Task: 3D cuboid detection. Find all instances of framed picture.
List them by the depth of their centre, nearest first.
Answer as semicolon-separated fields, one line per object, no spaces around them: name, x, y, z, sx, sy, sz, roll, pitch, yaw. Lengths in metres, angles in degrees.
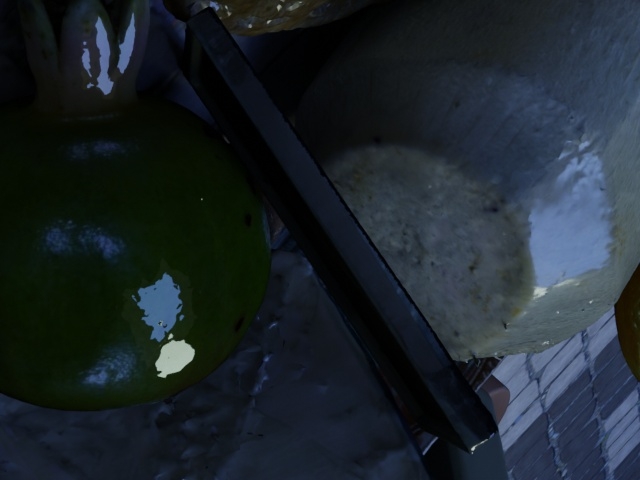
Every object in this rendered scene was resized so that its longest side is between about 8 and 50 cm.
framed picture;0.000;0.000;0.981;0.023;0.260;0.189;-35;180;-6

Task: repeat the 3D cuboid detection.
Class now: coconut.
coconut;0.114;-0.059;1.175;0.247;0.245;0.245;-48;164;-42

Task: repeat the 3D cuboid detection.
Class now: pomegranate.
pomegranate;-0.117;-0.026;0.925;0.187;0.187;0.225;-24;120;-48

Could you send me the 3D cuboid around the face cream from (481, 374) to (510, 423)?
face cream;0.090;0.162;1.705;0.149;0.104;0.149;-40;157;-21

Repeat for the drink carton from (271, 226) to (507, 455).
drink carton;0.045;0.065;1.375;0.185;0.191;0.189;-51;169;-3

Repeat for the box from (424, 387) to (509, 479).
box;0.019;0.327;1.507;0.090;0.367;0.373;29;121;-25

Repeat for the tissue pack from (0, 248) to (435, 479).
tissue pack;-0.098;0.227;1.191;0.264;0.253;0.416;-19;150;-19

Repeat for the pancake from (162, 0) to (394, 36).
pancake;0.058;-0.255;0.961;0.387;0.082;0.387;-33;153;-19

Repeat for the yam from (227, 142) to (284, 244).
yam;-0.074;-0.029;1.100;0.079;0.079;0.141;-51;158;7

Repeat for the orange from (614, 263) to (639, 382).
orange;0.449;0.033;2.066;0.334;0.196;0.262;-40;143;-32
